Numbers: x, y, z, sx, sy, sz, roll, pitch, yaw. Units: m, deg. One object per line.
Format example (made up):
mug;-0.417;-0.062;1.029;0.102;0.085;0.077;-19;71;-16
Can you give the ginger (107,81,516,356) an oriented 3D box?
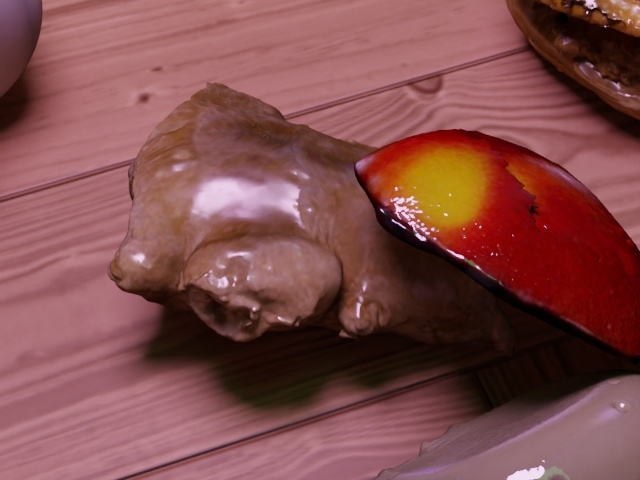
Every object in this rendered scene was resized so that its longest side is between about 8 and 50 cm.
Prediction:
ginger;0.000;0.000;1.042;0.270;0.123;0.219;20;35;18

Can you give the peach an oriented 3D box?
peach;0.148;0.005;0.973;0.279;0.068;0.189;23;20;-34

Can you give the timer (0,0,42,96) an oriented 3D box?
timer;-0.316;-0.179;1.124;0.233;0.233;0.240;-15;62;-9

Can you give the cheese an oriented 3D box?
cheese;0.131;0.136;0.925;0.202;0.175;0.091;-23;93;-41

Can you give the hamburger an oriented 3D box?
hamburger;0.245;-0.196;1.167;0.244;0.163;0.244;0;60;1
